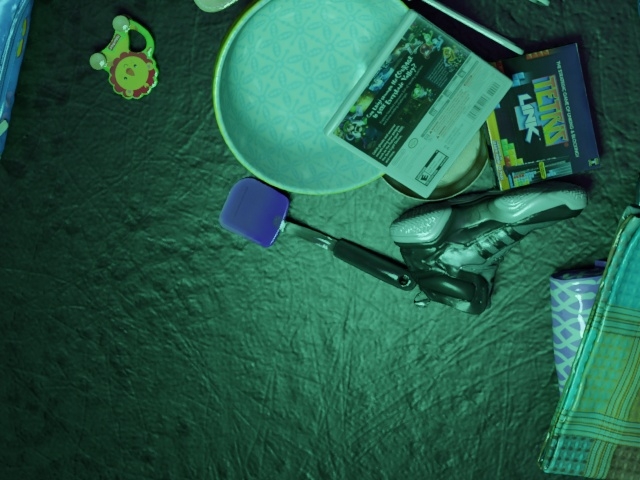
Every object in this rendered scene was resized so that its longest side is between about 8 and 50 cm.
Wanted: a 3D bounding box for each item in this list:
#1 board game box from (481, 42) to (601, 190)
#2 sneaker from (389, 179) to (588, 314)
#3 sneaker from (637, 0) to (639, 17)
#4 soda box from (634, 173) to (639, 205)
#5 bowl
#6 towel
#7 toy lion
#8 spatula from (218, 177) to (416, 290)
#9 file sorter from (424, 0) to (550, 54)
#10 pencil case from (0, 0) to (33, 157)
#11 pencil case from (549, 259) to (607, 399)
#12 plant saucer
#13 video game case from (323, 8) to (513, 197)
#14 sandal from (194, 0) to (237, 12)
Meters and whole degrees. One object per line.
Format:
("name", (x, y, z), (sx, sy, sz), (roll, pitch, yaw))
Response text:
("board game box", (0.284, -0.164, 1.608), (0.141, 0.048, 0.170), (-14, 98, -2))
("sneaker", (0.237, 0.012, 1.639), (0.268, 0.101, 0.153), (-12, 102, 14))
("sneaker", (0.460, -0.386, 1.548), (0.090, 0.081, 0.232), (0, 96, -13))
("soda box", (0.447, 0.005, 1.623), (0.063, 0.058, 0.183), (6, 100, 8))
("bowl", (-0.009, -0.219, 1.585), (0.289, 0.156, 0.289), (-6, 115, -12))
("towel", (0.456, 0.153, 1.600), (0.271, 0.040, 0.370), (11, 103, -23))
("toy lion", (-0.266, -0.253, 1.700), (0.096, 0.034, 0.100), (33, 103, -5))
("spatula", (0.000, 0.000, 1.703), (0.296, 0.030, 0.084), (24, 100, 4))
("file sorter", (0.239, -0.394, 1.516), (0.173, 0.193, 0.278), (28, 103, 0))
("pencil case", (-0.467, -0.255, 1.680), (0.133, 0.119, 0.306), (26, 104, 28))
("pencil case", (0.363, 0.137, 1.648), (0.088, 0.086, 0.206), (-12, 102, -24))
("plant saucer", (0.150, -0.139, 1.657), (0.168, 0.029, 0.168), (2, 101, 9))
("video game case", (0.125, -0.171, 1.544), (0.173, 0.022, 0.190), (30, 105, -26))
("sandal", (-0.093, -0.403, 1.620), (0.240, 0.079, 0.088), (-40, 92, 13))
